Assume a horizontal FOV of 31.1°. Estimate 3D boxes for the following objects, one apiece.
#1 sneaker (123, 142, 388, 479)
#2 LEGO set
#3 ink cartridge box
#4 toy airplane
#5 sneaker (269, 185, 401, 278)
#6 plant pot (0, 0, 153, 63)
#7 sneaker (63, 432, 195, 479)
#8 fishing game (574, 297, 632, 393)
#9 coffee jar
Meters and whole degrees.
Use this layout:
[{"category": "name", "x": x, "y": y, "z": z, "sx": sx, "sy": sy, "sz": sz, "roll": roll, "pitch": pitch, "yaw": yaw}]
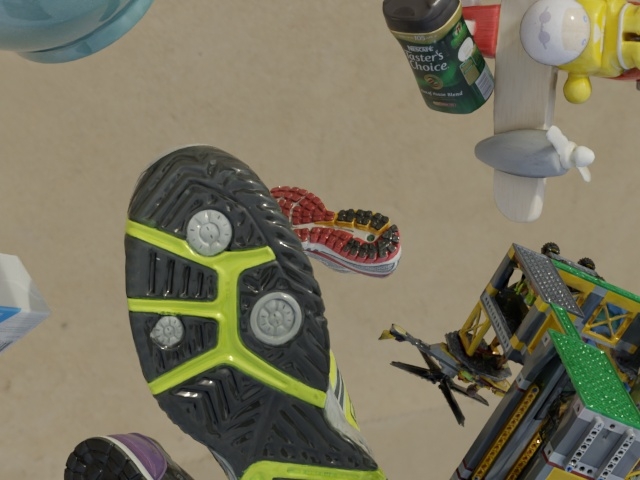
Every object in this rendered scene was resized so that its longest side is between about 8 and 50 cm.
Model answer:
[{"category": "sneaker", "x": -0.056, "y": 0.106, "z": 0.893, "sx": 0.145, "sy": 0.147, "sz": 0.384, "roll": -22, "pitch": 109, "yaw": -9}, {"category": "LEGO set", "x": 0.197, "y": 0.163, "z": 0.863, "sx": 0.255, "sy": 0.331, "sz": 0.192, "roll": 19, "pitch": 113, "yaw": -22}, {"category": "ink cartridge box", "x": -0.311, "y": 0.084, "z": 0.885, "sx": 0.181, "sy": 0.061, "sz": 0.104, "roll": -38, "pitch": 165, "yaw": 8}, {"category": "toy airplane", "x": 0.290, "y": -0.274, "z": 1.506, "sx": 0.384, "sy": 0.386, "sz": 0.272, "roll": -39, "pitch": 174, "yaw": 17}, {"category": "sneaker", "x": 0.000, "y": 0.000, "z": 1.510, "sx": 0.088, "sy": 0.225, "sz": 0.092, "roll": -60, "pitch": 156, "yaw": -24}, {"category": "plant pot", "x": -0.251, "y": -0.278, "z": 0.996, "sx": 0.293, "sy": 0.293, "sz": 0.196, "roll": -39, "pitch": 145, "yaw": -4}, {"category": "sneaker", "x": -0.129, "y": 0.304, "z": 1.171, "sx": 0.107, "sy": 0.283, "sz": 0.124, "roll": -46, "pitch": 162, "yaw": 17}, {"category": "fishing game", "x": 0.350, "y": 0.147, "z": 1.457, "sx": 0.041, "sy": 0.189, "sz": 0.264, "roll": -13, "pitch": 172, "yaw": -31}, {"category": "coffee jar", "x": 0.152, "y": -0.251, "z": 1.487, "sx": 0.079, "sy": 0.096, "sz": 0.184, "roll": -55, "pitch": 135, "yaw": -23}]
